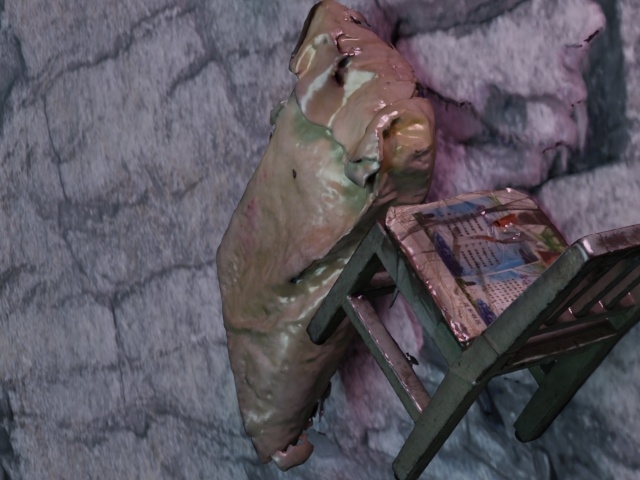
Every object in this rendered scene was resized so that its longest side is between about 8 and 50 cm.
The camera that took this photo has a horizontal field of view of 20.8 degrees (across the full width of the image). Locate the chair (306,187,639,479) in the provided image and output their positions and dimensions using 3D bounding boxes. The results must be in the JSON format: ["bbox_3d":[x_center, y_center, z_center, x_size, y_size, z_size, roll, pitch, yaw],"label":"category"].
[{"bbox_3d":[0.120,0.024,1.147,0.147,0.136,0.270,59,141,25],"label":"chair"}]

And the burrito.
[{"bbox_3d":[-0.004,-0.007,1.350,0.175,0.107,0.348,-117,38,-48],"label":"burrito"}]
